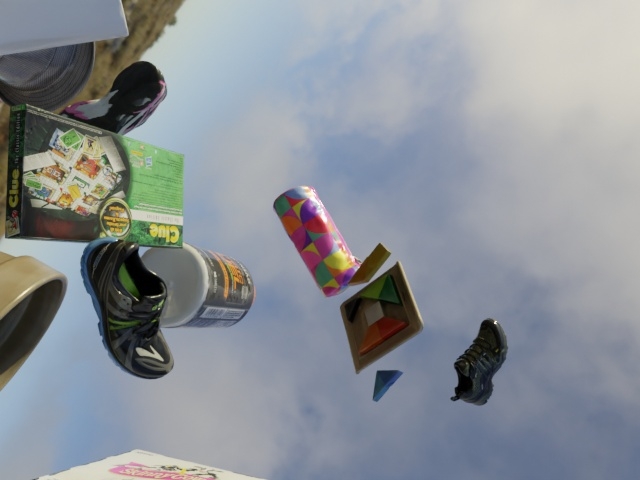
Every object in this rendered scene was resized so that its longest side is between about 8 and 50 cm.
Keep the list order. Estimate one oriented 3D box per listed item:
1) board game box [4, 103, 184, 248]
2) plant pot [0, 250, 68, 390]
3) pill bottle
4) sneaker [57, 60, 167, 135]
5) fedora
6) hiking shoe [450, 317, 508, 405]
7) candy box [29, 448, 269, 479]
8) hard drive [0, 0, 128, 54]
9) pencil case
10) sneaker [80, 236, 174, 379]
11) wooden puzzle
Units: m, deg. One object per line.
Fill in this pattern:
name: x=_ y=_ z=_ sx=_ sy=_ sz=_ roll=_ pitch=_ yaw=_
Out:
board game box: x=-0.253 y=-0.061 z=0.663 sx=0.030 sy=0.259 sz=0.136 roll=-3 pitch=-95 yaw=22
plant pot: x=-0.605 y=0.111 z=0.828 sx=0.323 sy=0.280 sz=0.323 roll=-56 pitch=-175 yaw=7
pill bottle: x=-0.191 y=0.081 z=0.909 sx=0.130 sy=0.130 sz=0.245 roll=-51 pitch=163 yaw=2
sneaker: x=-0.270 y=-0.158 z=0.726 sx=0.178 sy=0.072 sz=0.077 roll=-31 pitch=-177 yaw=2
fedora: x=-0.500 y=-0.349 z=0.875 sx=0.243 sy=0.276 sz=0.124 roll=-17 pitch=177 yaw=18
hiking shoe: x=0.397 y=0.305 z=1.388 sx=0.086 sy=0.114 sz=0.227 roll=11 pitch=-92 yaw=55
candy box: x=-0.150 y=0.227 z=0.424 sx=0.164 sy=0.196 sz=0.070 roll=2 pitch=-98 yaw=23
hard drive: x=-0.347 y=-0.255 z=0.450 sx=0.318 sy=0.210 sz=0.040 roll=-17 pitch=-149 yaw=-20
pencil case: x=0.000 y=0.000 z=1.095 sx=0.104 sy=0.236 sz=0.104 roll=-32 pitch=166 yaw=-9
sneaker: x=-0.211 y=0.084 z=0.634 sx=0.078 sy=0.188 sz=0.067 roll=-4 pitch=-156 yaw=22
wooden puzzle: x=0.043 y=0.058 z=0.430 sx=0.078 sy=0.014 sz=0.116 roll=-47 pitch=-143 yaw=20
